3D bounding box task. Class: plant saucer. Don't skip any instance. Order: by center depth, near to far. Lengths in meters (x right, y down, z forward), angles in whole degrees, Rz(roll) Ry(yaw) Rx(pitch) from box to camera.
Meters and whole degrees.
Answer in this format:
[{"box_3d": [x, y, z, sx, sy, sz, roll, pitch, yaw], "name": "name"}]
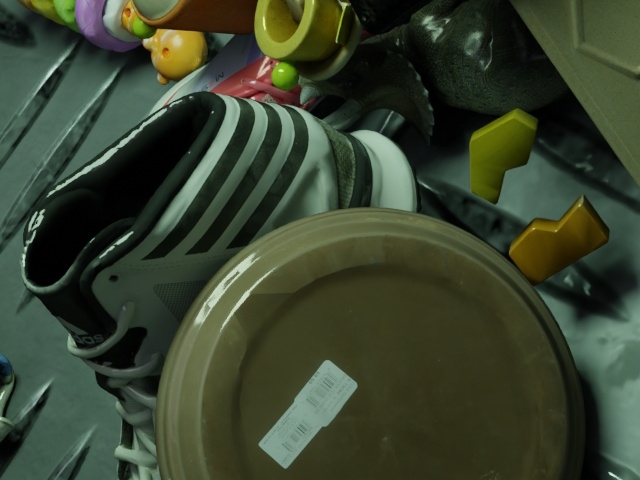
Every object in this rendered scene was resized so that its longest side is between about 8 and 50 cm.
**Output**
[{"box_3d": [0.037, 0.114, 1.127, 0.041, 0.278, 0.278, 145, 148, -77], "name": "plant saucer"}]

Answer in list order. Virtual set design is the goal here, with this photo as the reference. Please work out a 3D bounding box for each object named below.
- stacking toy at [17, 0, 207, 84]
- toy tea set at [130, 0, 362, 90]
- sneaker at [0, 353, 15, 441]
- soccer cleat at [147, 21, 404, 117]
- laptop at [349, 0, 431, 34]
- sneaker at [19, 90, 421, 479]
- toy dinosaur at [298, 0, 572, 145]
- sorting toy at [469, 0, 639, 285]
[{"box_3d": [-0.186, -0.233, 1.594, 0.302, 0.166, 0.175, 44, 114, 34], "name": "stacking toy"}, {"box_3d": [-0.046, -0.281, 1.284, 0.200, 0.124, 0.336, 15, 94, 52], "name": "toy tea set"}, {"box_3d": [-0.303, 0.104, 1.557, 0.084, 0.069, 0.185, -28, 57, 16], "name": "sneaker"}, {"box_3d": [-0.018, -0.140, 1.394, 0.318, 0.108, 0.116, -43, 23, 19], "name": "soccer cleat"}, {"box_3d": [0.156, -0.391, 1.196, 0.408, 0.236, 0.382, -34, 73, 26], "name": "laptop"}, {"box_3d": [-0.126, 0.102, 1.231, 0.169, 0.257, 0.447, 27, 96, 50], "name": "sneaker"}, {"box_3d": [0.137, -0.148, 1.300, 0.313, 0.121, 0.160, -4, 76, 34], "name": "toy dinosaur"}, {"box_3d": [0.217, -0.111, 1.133, 0.307, 0.229, 0.041, -32, 14, 23], "name": "sorting toy"}]
